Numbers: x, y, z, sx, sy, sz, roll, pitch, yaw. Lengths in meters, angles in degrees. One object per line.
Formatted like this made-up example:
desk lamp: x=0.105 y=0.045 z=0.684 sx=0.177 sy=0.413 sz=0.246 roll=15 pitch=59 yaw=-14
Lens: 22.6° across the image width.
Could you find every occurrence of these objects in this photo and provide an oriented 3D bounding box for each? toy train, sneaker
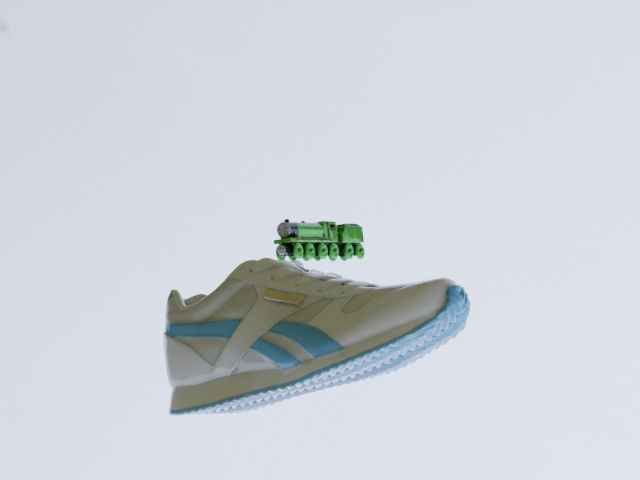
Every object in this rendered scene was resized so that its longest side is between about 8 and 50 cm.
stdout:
toy train: x=0.000 y=0.000 z=0.927 sx=0.017 sy=0.083 sz=0.024 roll=-8 pitch=-95 yaw=33
sneaker: x=-0.011 y=0.052 z=1.041 sx=0.228 sy=0.087 sz=0.092 roll=-16 pitch=-103 yaw=29
